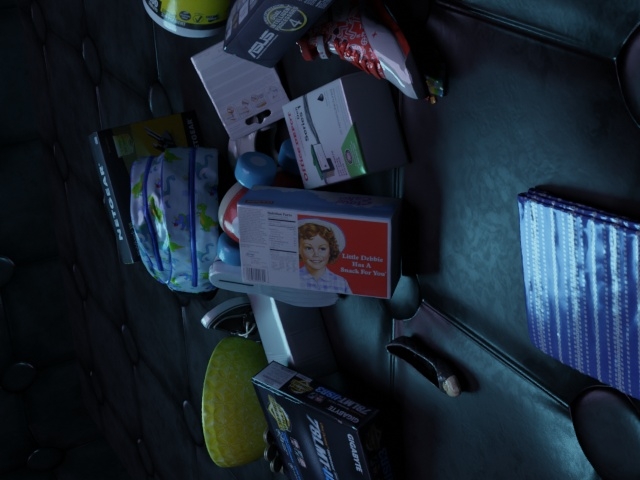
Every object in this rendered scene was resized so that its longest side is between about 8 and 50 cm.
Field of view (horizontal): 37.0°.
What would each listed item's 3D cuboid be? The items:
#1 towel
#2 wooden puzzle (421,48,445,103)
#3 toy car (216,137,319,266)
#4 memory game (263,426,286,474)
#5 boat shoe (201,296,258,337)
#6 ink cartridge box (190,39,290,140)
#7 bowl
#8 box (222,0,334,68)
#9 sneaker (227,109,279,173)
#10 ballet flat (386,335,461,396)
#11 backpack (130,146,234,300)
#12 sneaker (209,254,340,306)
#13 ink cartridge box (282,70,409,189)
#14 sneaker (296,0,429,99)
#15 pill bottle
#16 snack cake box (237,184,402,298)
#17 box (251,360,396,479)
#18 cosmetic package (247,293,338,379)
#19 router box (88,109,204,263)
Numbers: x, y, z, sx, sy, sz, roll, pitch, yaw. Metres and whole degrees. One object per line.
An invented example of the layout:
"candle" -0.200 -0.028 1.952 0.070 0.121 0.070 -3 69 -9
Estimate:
"towel" 0.372 0.076 1.186 0.336 0.040 0.243 26 129 57
"wooden puzzle" 0.166 -0.240 1.405 0.049 0.006 0.083 31 131 52
"toy car" -0.042 -0.024 1.729 0.238 0.210 0.219 40 132 28
"memory game" -0.067 0.405 2.033 0.012 0.186 0.186 6 113 32
"boat shoe" -0.155 0.165 2.025 0.078 0.219 0.070 -49 64 32
"ink cartridge box" -0.143 -0.301 1.827 0.179 0.145 0.045 63 -163 -12
"bowl" -0.133 0.356 2.103 0.156 0.289 0.290 0 111 17
"box" -0.003 -0.467 1.312 0.395 0.097 0.318 -34 48 55
"sneaker" -0.136 -0.255 1.883 0.121 0.099 0.263 -3 107 49
"ballet flat" 0.175 0.215 1.604 0.173 0.049 0.058 35 136 50
"backpack" -0.275 -0.054 1.985 0.355 0.273 0.290 146 131 -67
"sneaker" -0.083 0.058 1.846 0.094 0.258 0.091 100 -177 -57
"ink cartridge box" 0.037 -0.179 1.586 0.219 0.092 0.160 -11 95 62
"sneaker" 0.048 -0.287 1.424 0.270 0.145 0.090 64 -175 25
"pill bottle" -0.214 -0.548 1.733 0.188 0.187 0.334 59 150 25
"snack cake box" 0.000 0.000 1.600 0.264 0.089 0.152 6 117 15
"box" 0.016 0.406 1.871 0.293 0.073 0.296 20 136 44
"cosmetic package" -0.063 0.173 1.967 0.127 0.107 0.238 -13 90 62
"router box" -0.373 -0.125 2.214 0.081 0.242 0.309 -5 102 62
